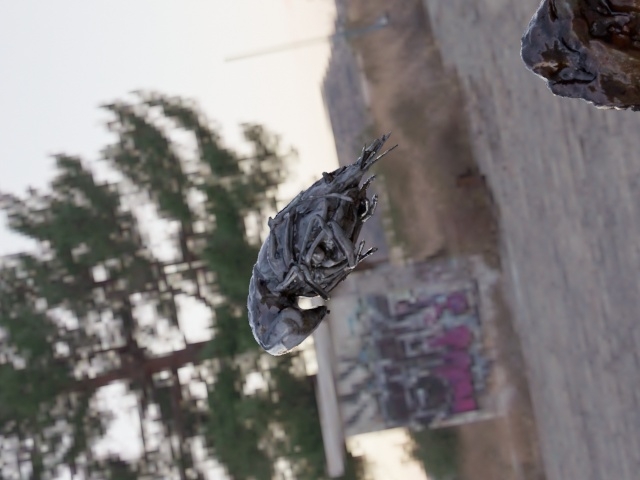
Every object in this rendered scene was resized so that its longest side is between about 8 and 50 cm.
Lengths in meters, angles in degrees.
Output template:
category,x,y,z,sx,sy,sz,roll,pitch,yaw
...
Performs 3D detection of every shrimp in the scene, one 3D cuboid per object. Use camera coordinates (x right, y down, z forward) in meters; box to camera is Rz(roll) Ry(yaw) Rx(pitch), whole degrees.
category,x,y,z,sx,sy,sz,roll,pitch,yaw
shrimp,0.000,0.000,0.884,0.165,0.057,0.065,-56,49,30

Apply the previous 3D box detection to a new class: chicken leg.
category,x,y,z,sx,sy,sz,roll,pitch,yaw
chicken leg,0.297,-0.195,1.018,0.083,0.323,0.177,-65,-39,-80
